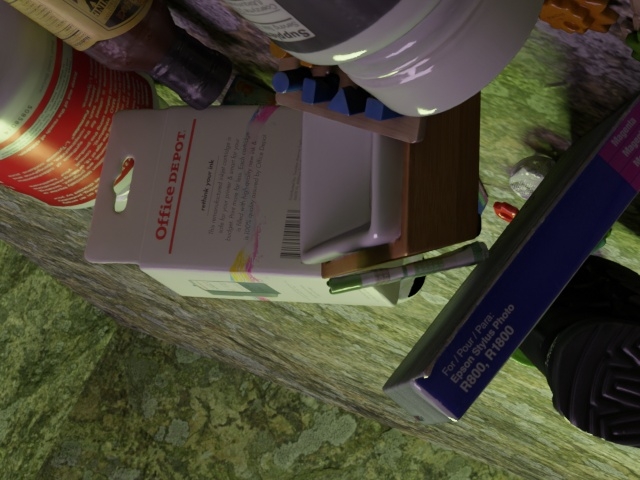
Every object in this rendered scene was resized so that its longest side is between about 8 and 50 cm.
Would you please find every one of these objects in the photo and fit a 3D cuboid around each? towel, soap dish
[{"bbox_3d":[0.081,0.025,1.610,0.152,0.023,0.113,-12,176,-2],"label":"towel"},{"bbox_3d":[0.068,-0.084,1.678,0.118,0.229,0.291,4,173,-15],"label":"soap dish"}]

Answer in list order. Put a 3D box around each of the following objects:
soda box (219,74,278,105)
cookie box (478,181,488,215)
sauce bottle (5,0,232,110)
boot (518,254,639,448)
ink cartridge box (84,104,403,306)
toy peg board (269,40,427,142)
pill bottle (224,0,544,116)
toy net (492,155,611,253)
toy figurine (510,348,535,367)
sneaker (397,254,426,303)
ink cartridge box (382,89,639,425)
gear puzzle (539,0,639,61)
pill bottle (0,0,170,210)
[{"bbox_3d":[-0.092,-0.143,2.110,0.063,0.058,0.183,26,166,4],"label":"soda box"},{"bbox_3d":[0.136,-0.066,1.989,0.107,0.040,0.092,22,166,24],"label":"cookie box"},{"bbox_3d":[-0.248,-0.263,1.855,0.344,0.111,0.111,32,166,-28],"label":"sauce bottle"},{"bbox_3d":[0.372,0.135,1.711,0.367,0.146,0.445,23,-176,-3],"label":"boot"},{"bbox_3d":[-0.079,-0.042,1.942,0.353,0.207,0.119,3,163,23],"label":"ink cartridge box"},{"bbox_3d":[0.017,-0.179,1.497,0.161,0.161,0.079,19,-160,33],"label":"toy peg board"},{"bbox_3d":[-0.012,-0.255,1.206,0.361,0.204,0.204,35,165,-33],"label":"pill bottle"},{"bbox_3d":[0.245,-0.047,1.852,0.122,0.045,0.232,23,165,25],"label":"toy net"},{"bbox_3d":[0.312,0.079,2.090,0.173,0.130,0.159,7,160,-9],"label":"toy figurine"},{"bbox_3d":[-0.001,0.000,2.376,0.322,0.130,0.236,21,176,5],"label":"sneaker"},{"bbox_3d":[0.192,0.025,1.537,0.071,0.324,0.330,39,173,0],"label":"ink cartridge box"},{"bbox_3d":[0.305,-0.150,1.327,0.339,0.044,0.175,22,166,23],"label":"gear puzzle"},{"bbox_3d":[-0.342,-0.170,2.067,0.229,0.229,0.407,20,175,27],"label":"pill bottle"}]
